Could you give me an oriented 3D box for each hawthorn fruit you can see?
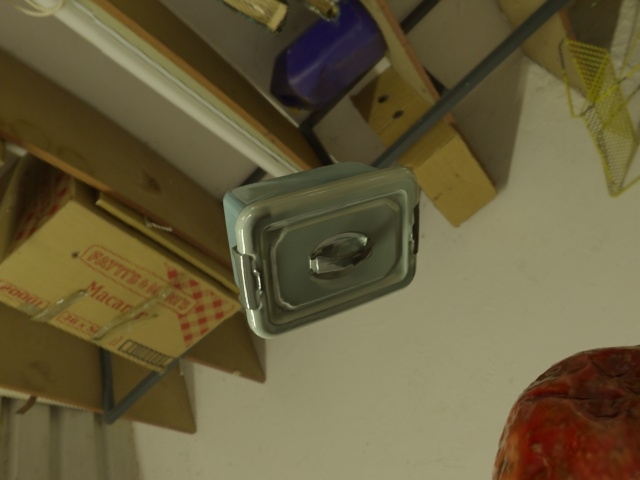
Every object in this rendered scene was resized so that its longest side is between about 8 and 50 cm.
[{"bbox_3d":[0.254,0.207,0.412,0.258,0.258,0.261,39,-133,-29],"label":"hawthorn fruit"}]

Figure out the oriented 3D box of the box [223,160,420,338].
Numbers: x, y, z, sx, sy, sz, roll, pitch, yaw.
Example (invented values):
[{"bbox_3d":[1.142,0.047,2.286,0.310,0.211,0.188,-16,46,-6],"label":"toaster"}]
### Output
[{"bbox_3d":[0.000,0.000,0.623,0.130,0.227,0.162,36,137,52],"label":"box"}]
